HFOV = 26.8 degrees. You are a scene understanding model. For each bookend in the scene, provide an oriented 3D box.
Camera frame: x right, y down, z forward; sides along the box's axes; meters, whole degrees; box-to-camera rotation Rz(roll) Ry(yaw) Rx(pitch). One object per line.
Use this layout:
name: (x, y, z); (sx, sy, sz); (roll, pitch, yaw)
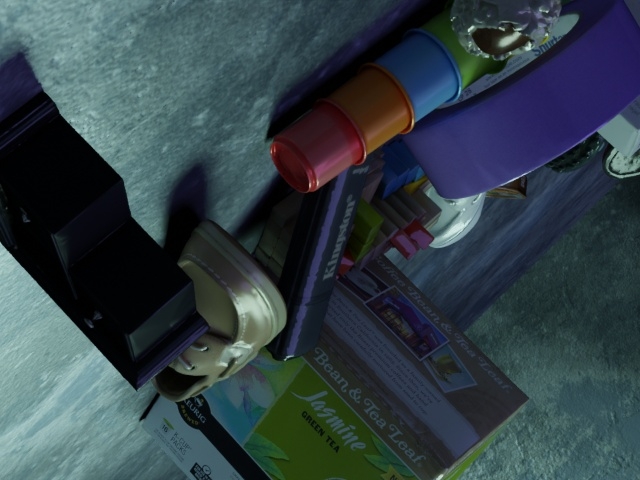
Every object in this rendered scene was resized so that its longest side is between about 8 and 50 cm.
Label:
bookend: (-0.155, 0.006, 0.919); (0.072, 0.157, 0.156); (-41, 167, -17)

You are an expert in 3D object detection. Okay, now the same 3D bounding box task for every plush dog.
plush dog: (0.223, -0.287, 1.216); (0.262, 0.210, 0.225); (-17, -178, 4)

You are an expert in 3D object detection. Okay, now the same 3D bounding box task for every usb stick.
usb stick: (0.000, 0.000, 1.411); (0.077, 0.045, 0.278); (-11, 125, -48)

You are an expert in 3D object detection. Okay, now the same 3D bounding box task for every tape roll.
tape roll: (0.220, -0.157, 1.442); (0.275, 0.090, 0.275); (-33, -168, 8)

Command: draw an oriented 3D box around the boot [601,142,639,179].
boot: (0.550, -0.247, 2.272); (0.264, 0.096, 0.280); (-53, -161, 18)

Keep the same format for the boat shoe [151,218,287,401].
boat shoe: (-0.117, 0.089, 1.352); (0.110, 0.121, 0.341); (-41, 167, -20)

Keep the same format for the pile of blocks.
pile of blocks: (0.075, -0.033, 1.577); (0.362, 0.112, 0.149); (-27, 158, -53)

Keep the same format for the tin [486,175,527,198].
tin: (0.241, -0.086, 1.946); (0.190, 0.106, 0.040); (11, 81, -75)

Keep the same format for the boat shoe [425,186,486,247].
boat shoe: (0.185, -0.091, 1.811); (0.084, 0.095, 0.258); (-22, 143, -49)

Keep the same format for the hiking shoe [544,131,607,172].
hiking shoe: (0.440, -0.222, 2.092); (0.132, 0.113, 0.304); (-32, 162, -40)

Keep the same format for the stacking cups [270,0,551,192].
stacking cups: (0.084, -0.155, 1.319); (0.316, 0.096, 0.096); (-36, 164, -19)

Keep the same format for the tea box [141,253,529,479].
tea box: (0.011, 0.211, 1.650); (0.220, 0.329, 0.323); (-26, 156, -52)

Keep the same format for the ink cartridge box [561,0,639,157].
ink cartridge box: (0.404, -0.274, 1.639); (0.278, 0.201, 0.117); (-44, 167, -6)
